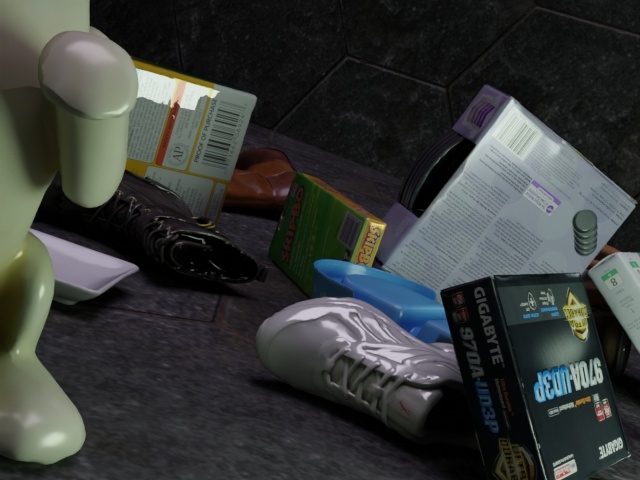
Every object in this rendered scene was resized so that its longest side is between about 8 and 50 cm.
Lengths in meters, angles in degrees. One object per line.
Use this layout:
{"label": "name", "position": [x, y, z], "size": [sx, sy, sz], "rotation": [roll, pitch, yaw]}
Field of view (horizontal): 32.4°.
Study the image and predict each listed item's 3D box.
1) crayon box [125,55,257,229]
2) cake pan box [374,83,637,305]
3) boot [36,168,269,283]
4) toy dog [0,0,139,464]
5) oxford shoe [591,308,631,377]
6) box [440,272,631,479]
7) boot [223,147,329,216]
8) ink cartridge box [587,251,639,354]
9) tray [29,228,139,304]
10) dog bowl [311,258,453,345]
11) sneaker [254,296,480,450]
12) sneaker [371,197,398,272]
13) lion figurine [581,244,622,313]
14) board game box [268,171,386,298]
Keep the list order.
{"label": "crayon box", "position": [-0.258, -0.130, 1.373], "size": [0.323, 0.203, 0.083], "rotation": [11, 11, -37]}
{"label": "cake pan box", "position": [0.215, -0.020, 1.321], "size": [0.267, 0.245, 0.070], "rotation": [32, 6, -31]}
{"label": "boot", "position": [-0.207, -0.027, 1.232], "size": [0.263, 0.091, 0.229], "rotation": [15, 9, -33]}
{"label": "toy dog", "position": [-0.246, -0.115, 0.698], "size": [0.285, 0.408, 0.395], "rotation": [15, 10, -23]}
{"label": "oxford shoe", "position": [0.353, 0.130, 1.461], "size": [0.096, 0.082, 0.227], "rotation": [11, 1, -1]}
{"label": "box", "position": [0.186, 0.117, 0.928], "size": [0.051, 0.175, 0.220], "rotation": [-19, -11, 30]}
{"label": "boot", "position": [-0.161, -0.099, 1.841], "size": [0.280, 0.096, 0.264], "rotation": [1, 26, -38]}
{"label": "ink cartridge box", "position": [0.442, 0.118, 1.389], "size": [0.181, 0.056, 0.224], "rotation": [2, 53, -58]}
{"label": "tray", "position": [-0.316, 0.004, 1.032], "size": [0.270, 0.030, 0.145], "rotation": [19, 10, 3]}
{"label": "dog bowl", "position": [0.111, 0.105, 1.135], "size": [0.297, 0.074, 0.166], "rotation": [24, 11, 35]}
{"label": "sneaker", "position": [0.057, 0.117, 0.935], "size": [0.232, 0.090, 0.115], "rotation": [16, 13, -8]}
{"label": "sneaker", "position": [0.124, 0.004, 1.478], "size": [0.102, 0.161, 0.282], "rotation": [17, 8, -1]}
{"label": "lion figurine", "position": [0.394, 0.061, 1.642], "size": [0.240, 0.142, 0.392], "rotation": [15, 3, -2]}
{"label": "board game box", "position": [0.000, 0.000, 1.365], "size": [0.039, 0.124, 0.259], "rotation": [15, 10, -26]}
